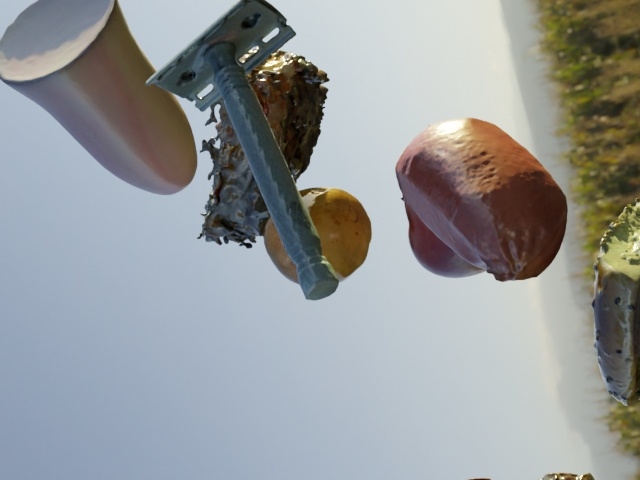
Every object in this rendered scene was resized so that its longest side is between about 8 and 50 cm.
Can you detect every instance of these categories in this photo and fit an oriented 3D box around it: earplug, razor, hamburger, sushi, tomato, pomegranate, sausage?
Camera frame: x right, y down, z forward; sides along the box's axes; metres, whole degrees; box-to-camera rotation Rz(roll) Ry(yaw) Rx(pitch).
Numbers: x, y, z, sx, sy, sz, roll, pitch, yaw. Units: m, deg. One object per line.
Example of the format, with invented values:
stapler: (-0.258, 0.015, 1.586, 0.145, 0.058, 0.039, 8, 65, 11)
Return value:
earplug: (-0.252, -0.167, 1.338, 0.301, 0.172, 0.172, 53, -153, -46)
razor: (-0.040, -0.058, 0.747, 0.068, 0.106, 0.232, 20, -139, -53)
hamburger: (0.495, 0.101, 1.436, 0.318, 0.195, 0.276, -33, -54, -52)
sushi: (-0.113, -0.174, 1.982, 0.417, 0.176, 0.417, 16, -90, -84)
tomato: (0.223, -0.013, 1.537, 0.228, 0.199, 0.112, 65, -160, -51)
pomegranate: (0.000, 0.000, 1.770, 0.196, 0.196, 0.196, -14, -90, -74)
sausage: (0.184, -0.051, 1.188, 0.254, 0.148, 0.148, 48, 173, 42)

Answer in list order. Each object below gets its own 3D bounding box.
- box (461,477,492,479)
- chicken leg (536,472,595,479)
box: (0.075, 0.429, 1.151, 0.260, 0.283, 0.213, -3, -124, -46)
chicken leg: (0.128, 0.211, 0.624, 0.196, 0.125, 0.080, -44, -74, -27)
